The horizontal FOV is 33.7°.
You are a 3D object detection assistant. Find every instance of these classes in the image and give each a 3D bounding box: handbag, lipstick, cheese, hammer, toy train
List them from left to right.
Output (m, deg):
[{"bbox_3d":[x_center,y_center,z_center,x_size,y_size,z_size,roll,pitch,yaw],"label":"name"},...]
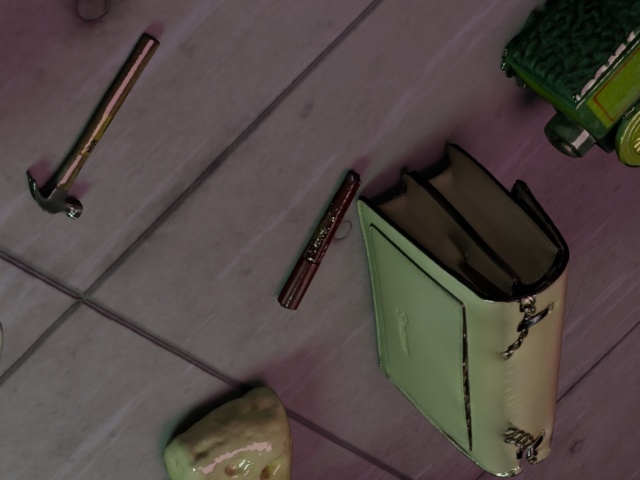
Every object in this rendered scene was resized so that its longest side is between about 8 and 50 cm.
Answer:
[{"bbox_3d":[-0.194,-0.099,0.909,0.062,0.017,0.182,17,112,-49],"label":"hammer"},{"bbox_3d":[-0.106,0.304,1.314,0.159,0.093,0.263,-23,139,-22],"label":"cheese"},{"bbox_3d":[0.000,0.000,1.169,0.027,0.027,0.176,6,120,-44],"label":"lipstick"},{"bbox_3d":[0.183,0.093,1.246,0.160,0.237,0.358,-28,140,-15],"label":"handbag"},{"bbox_3d":[0.344,-0.214,1.161,0.271,0.159,0.188,-47,136,7],"label":"toy train"}]

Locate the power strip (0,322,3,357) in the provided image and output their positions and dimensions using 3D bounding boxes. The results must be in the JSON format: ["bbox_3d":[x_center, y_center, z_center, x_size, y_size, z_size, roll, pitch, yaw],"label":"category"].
[{"bbox_3d":[-0.407,0.086,0.689,0.385,0.062,0.091,-3,122,-33],"label":"power strip"}]
